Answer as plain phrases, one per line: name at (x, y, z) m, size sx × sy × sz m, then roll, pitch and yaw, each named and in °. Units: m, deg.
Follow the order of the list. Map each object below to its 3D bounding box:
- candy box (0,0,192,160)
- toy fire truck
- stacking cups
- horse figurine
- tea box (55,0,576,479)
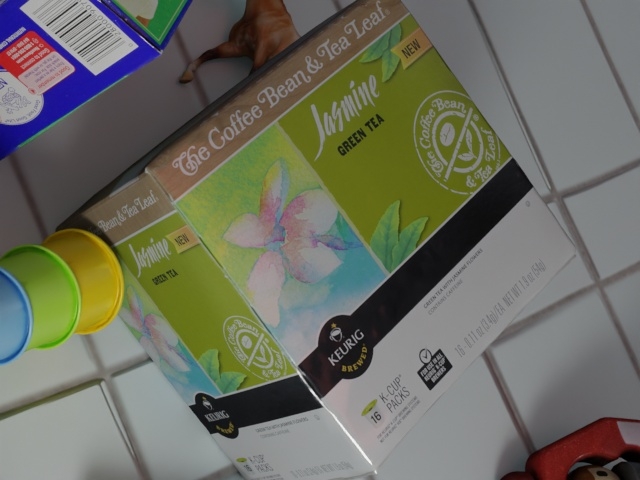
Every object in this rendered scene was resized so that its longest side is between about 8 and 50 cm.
candy box at (-0.197, -0.250, 1.204) m, size 0.122 × 0.268 × 0.317 m, roll 42°, pitch 49°, yaw -24°
toy fire truck at (0.316, 0.338, 1.486) m, size 0.254 × 0.169 × 0.302 m, roll 7°, pitch 64°, yaw -19°
stacking cups at (-0.269, 0.059, 1.046) m, size 0.096 × 0.096 × 0.316 m, roll 65°, pitch 24°, yaw 2°
horse figurine at (-0.032, -0.173, 1.462) m, size 0.263 × 0.066 × 0.174 m, roll 40°, pitch 55°, yaw -19°
tea box at (0.000, 0.000, 1.268) m, size 0.329 × 0.220 × 0.323 m, roll -43°, pitch 100°, yaw -33°
